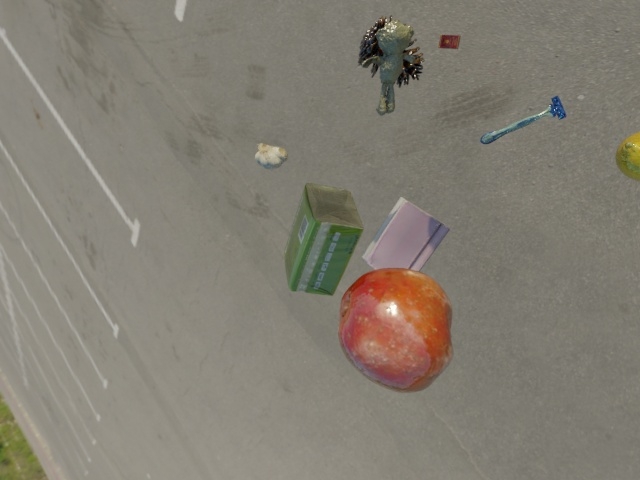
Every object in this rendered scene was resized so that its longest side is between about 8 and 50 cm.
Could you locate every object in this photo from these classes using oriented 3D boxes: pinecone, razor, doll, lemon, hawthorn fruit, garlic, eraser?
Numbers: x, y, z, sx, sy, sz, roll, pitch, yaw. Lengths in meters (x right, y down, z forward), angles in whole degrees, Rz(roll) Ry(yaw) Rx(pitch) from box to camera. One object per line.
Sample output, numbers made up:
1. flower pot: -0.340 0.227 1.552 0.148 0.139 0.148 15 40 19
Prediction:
1. pinecone: 0.301 -0.764 1.694 0.292 0.246 0.246 36 135 -4
2. razor: 0.807 -0.470 1.654 0.323 0.056 0.093 -22 91 18
3. doll: 0.246 -0.586 1.404 0.286 0.202 0.091 58 -172 -41
4. lemon: 1.138 -0.293 1.422 0.186 0.243 0.187 -176 90 -71
5. hawthorn fruit: 0.176 0.192 0.929 0.284 0.284 0.285 20 122 36
6. garlic: -0.167 -0.281 1.409 0.112 0.074 0.094 -6 148 20
7. eraser: 0.405 0.012 1.983 0.272 0.122 0.359 30 104 -13

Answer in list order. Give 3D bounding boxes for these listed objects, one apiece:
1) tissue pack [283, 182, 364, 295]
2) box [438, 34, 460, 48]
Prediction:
1. tissue pack: 0.000 0.000 1.256 0.200 0.167 0.275 -102 26 -49
2. box: 0.545 -0.840 1.739 0.081 0.023 0.052 16 110 25
